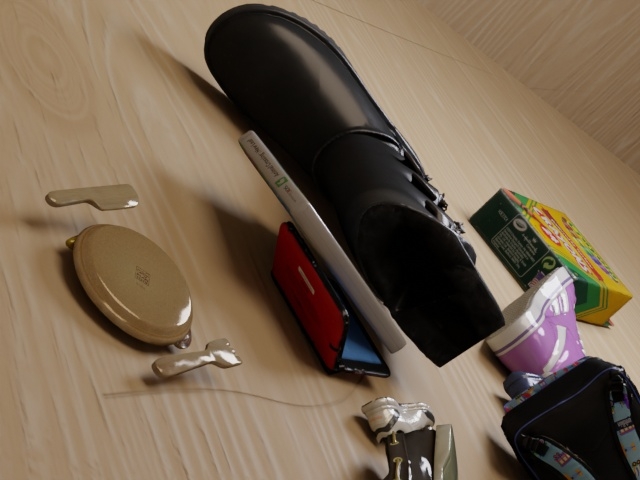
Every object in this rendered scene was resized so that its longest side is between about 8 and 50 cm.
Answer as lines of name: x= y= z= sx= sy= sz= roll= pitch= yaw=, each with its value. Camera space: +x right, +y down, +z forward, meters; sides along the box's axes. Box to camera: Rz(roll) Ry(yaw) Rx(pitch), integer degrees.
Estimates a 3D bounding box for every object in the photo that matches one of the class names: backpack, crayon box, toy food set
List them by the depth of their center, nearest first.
toy food set: x=-0.158 y=0.041 z=1.182 sx=0.192 sy=0.038 sz=0.132 roll=56 pitch=27 yaw=16
backpack: x=0.306 y=0.237 z=1.583 sx=0.173 sy=0.158 sz=0.117 roll=56 pitch=-2 yaw=-10
crayon box: x=0.395 y=0.033 z=2.334 sx=0.202 sy=0.081 sz=0.318 roll=54 pitch=19 yaw=26

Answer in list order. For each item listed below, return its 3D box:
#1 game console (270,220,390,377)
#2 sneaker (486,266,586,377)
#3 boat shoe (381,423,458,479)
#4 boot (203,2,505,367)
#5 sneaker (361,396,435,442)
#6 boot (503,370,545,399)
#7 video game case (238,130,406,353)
game console: x=0.017 y=0.060 z=1.427 sx=0.085 sy=0.124 sz=0.144 roll=-14 pitch=51 yaw=-24
sneaker: x=0.318 y=0.144 z=1.914 sx=0.161 sy=0.102 sz=0.282 roll=49 pitch=28 yaw=0
boat shoe: x=0.077 y=0.235 z=1.218 sx=0.228 sy=0.068 sz=0.081 roll=-66 pitch=150 yaw=-67
boot: x=0.024 y=-0.083 z=1.628 sx=0.367 sy=0.146 sz=0.445 roll=39 pitch=16 yaw=-20
sneaker: x=0.079 y=0.183 z=1.390 sx=0.109 sy=0.040 sz=0.044 roll=14 pitch=52 yaw=-52
boot: x=0.307 y=0.216 z=1.752 sx=0.190 sy=0.069 sz=0.086 roll=26 pitch=29 yaw=-42
video game case: x=0.000 y=0.000 z=1.479 sx=0.212 sy=0.023 sz=0.193 roll=55 pitch=-1 yaw=-33
